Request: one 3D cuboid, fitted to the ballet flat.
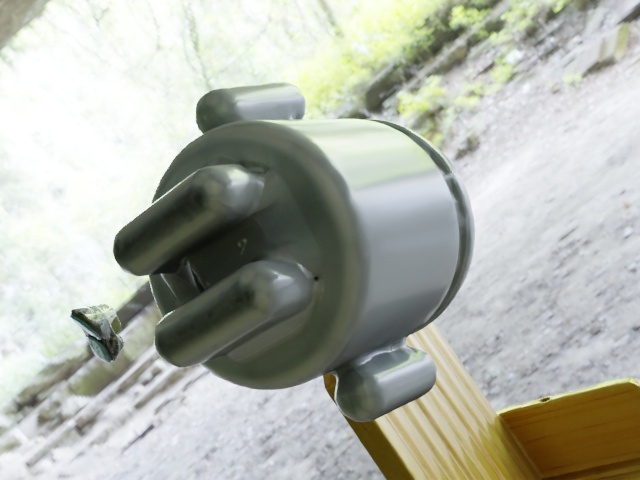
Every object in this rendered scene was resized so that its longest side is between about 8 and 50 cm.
[{"bbox_3d":[-0.219,0.084,0.880,0.041,0.041,0.114,-43,-20,-19],"label":"ballet flat"}]

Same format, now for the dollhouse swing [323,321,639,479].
[{"bbox_3d":[0.222,0.180,0.933,0.315,0.305,0.347,-20,0,25],"label":"dollhouse swing"}]

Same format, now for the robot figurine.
[{"bbox_3d":[0.000,0.000,0.727,0.199,0.300,0.353,-28,-9,32],"label":"robot figurine"}]
